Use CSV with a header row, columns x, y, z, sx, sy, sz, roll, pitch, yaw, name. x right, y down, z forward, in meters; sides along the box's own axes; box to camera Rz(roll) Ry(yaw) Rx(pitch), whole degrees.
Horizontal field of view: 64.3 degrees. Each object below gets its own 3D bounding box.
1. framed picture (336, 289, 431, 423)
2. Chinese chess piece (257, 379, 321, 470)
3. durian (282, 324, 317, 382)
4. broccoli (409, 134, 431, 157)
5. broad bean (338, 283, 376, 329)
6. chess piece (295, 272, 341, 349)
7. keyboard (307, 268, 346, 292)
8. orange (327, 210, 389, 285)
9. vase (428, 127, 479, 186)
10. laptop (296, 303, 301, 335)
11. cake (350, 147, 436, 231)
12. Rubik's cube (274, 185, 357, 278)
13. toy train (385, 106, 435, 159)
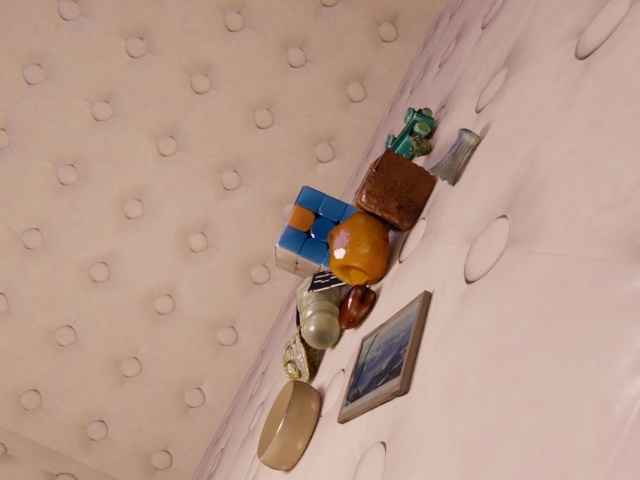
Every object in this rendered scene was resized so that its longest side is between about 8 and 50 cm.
x,y,z,sx,sy,sz,roll,pitch,yaw,name
0.143,0.284,1.201,0.335,0.022,0.247,-54,10,54,framed picture
-0.097,0.561,1.557,0.273,0.102,0.273,-61,8,15,Chinese chess piece
-0.073,0.406,1.820,0.146,0.102,0.208,-12,76,39,durian
0.355,-0.344,1.824,0.097,0.092,0.095,-36,11,-23,broccoli
0.105,0.207,1.560,0.114,0.084,0.165,-46,-13,-43,broad bean
-0.002,0.265,1.820,0.182,0.182,0.330,-60,12,17,chess piece
0.073,0.126,1.794,0.262,0.016,0.106,-17,33,29,keyboard
0.110,0.020,1.619,0.249,0.183,0.249,-172,90,-79,orange
0.363,-0.228,1.370,0.149,0.081,0.081,-57,7,11,vase
-0.079,0.335,1.946,0.197,0.016,0.135,-100,4,-75,laptop
0.213,-0.150,1.654,0.199,0.196,0.293,-64,8,-7,cake
0.000,0.000,2.081,0.291,0.291,0.291,101,-168,-70,Rubik's cube
0.342,-0.383,2.011,0.298,0.119,0.194,127,162,-52,toy train
